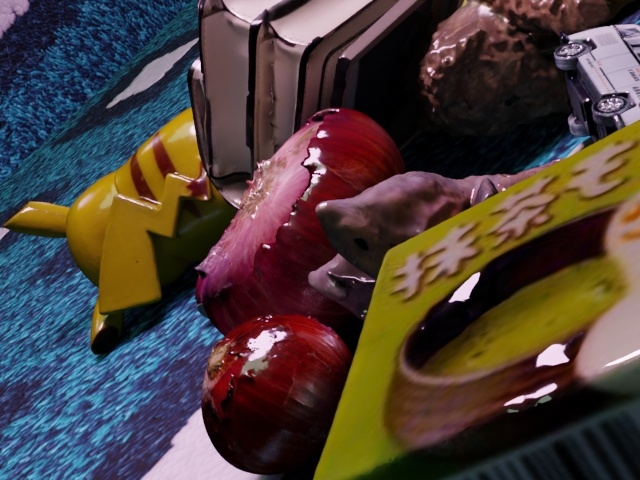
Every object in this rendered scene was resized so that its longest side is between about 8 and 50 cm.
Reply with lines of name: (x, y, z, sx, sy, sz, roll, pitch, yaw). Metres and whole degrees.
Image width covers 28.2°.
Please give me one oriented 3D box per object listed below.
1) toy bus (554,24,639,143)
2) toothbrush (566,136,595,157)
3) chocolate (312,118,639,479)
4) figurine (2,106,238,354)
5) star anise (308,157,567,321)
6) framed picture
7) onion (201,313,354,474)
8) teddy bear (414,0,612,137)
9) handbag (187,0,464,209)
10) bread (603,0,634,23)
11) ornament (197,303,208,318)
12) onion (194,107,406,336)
toy bus: (0.250, -0.105, 1.018, 0.089, 0.087, 0.194, -16, 30, 4)
toothbrush: (0.224, -0.066, 1.088, 0.263, 0.022, 0.026, -43, 35, -19)
chocolate: (0.155, 0.063, 0.732, 0.301, 0.137, 0.289, -27, 21, 28)
figurine: (-0.187, -0.023, 1.492, 0.327, 0.218, 0.169, -37, -23, 21)
star anise: (0.112, 0.001, 0.952, 0.257, 0.110, 0.198, -11, -9, 3)
framed picture: (0.068, -0.145, 1.278, 0.192, 0.018, 0.265, -45, -20, -27)
onion: (-0.031, 0.116, 0.966, 0.131, 0.131, 0.131, -32, 20, 13)
teddy bear: (0.242, -0.200, 1.195, 0.296, 0.222, 0.246, 4, 3, 2)
handbag: (0.028, -0.206, 1.361, 0.160, 0.237, 0.358, 27, 45, 26)
bread: (0.303, -0.279, 1.357, 0.367, 0.077, 0.084, -33, 18, 8)
ornament: (-0.101, 0.045, 1.363, 0.068, 0.041, 0.092, -37, 28, 17)
onion: (-0.011, -0.003, 1.138, 0.248, 0.161, 0.248, -41, 4, 3)
